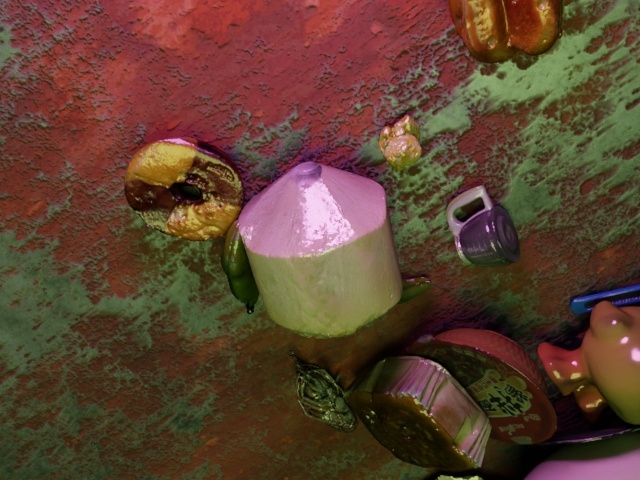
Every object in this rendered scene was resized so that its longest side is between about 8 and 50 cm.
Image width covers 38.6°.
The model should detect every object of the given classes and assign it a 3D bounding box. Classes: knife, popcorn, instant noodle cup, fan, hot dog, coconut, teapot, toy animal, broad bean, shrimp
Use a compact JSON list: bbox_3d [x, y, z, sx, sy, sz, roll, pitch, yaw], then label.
[{"bbox_3d":[0.558,0.083,1.496,0.296,0.026,0.044,-14,126,9],"label":"knife"},{"bbox_3d":[0.125,-0.146,1.377,0.068,0.059,0.083,22,94,22],"label":"popcorn"},{"bbox_3d":[0.277,0.222,1.513,0.273,0.091,0.274,25,148,17],"label":"instant noodle cup"},{"bbox_3d":[0.478,0.326,1.572,0.223,0.294,0.012,-22,75,45],"label":"fan"},{"bbox_3d":[0.226,-0.405,1.203,0.158,0.117,0.349,-13,118,15],"label":"hot dog"},{"bbox_3d":[0.000,0.000,1.359,0.239,0.239,0.244,-11,118,8],"label":"coconut"},{"bbox_3d":[0.253,-0.013,1.439,0.090,0.124,0.092,-21,158,29],"label":"teapot"},{"bbox_3d":[0.531,0.183,1.440,0.338,0.191,0.216,-33,122,25],"label":"toy animal"},{"bbox_3d":[-0.126,0.048,1.465,0.048,0.070,0.214,25,145,19],"label":"broad bean"},{"bbox_3d":[0.082,0.085,1.505,0.195,0.046,0.061,4,120,2],"label":"broad bean"},{"bbox_3d":[0.000,0.264,1.591,0.073,0.075,0.190,-19,109,47],"label":"shrimp"}]

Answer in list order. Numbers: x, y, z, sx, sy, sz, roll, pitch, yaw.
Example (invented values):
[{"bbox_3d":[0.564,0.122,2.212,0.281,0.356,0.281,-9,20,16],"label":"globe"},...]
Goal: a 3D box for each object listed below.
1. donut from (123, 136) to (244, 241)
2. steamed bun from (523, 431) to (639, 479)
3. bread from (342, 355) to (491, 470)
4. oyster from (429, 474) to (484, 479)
[{"bbox_3d":[-0.206,-0.086,1.411,0.184,0.073,0.166,11,117,-5],"label":"donut"},{"bbox_3d":[0.480,0.487,1.533,0.373,0.334,0.334,-33,116,-19],"label":"steamed bun"},{"bbox_3d":[0.163,0.294,1.530,0.192,0.110,0.210,-12,126,49],"label":"bread"},{"bbox_3d":[0.288,0.487,1.700,0.208,0.072,0.133,-4,98,13],"label":"oyster"}]
